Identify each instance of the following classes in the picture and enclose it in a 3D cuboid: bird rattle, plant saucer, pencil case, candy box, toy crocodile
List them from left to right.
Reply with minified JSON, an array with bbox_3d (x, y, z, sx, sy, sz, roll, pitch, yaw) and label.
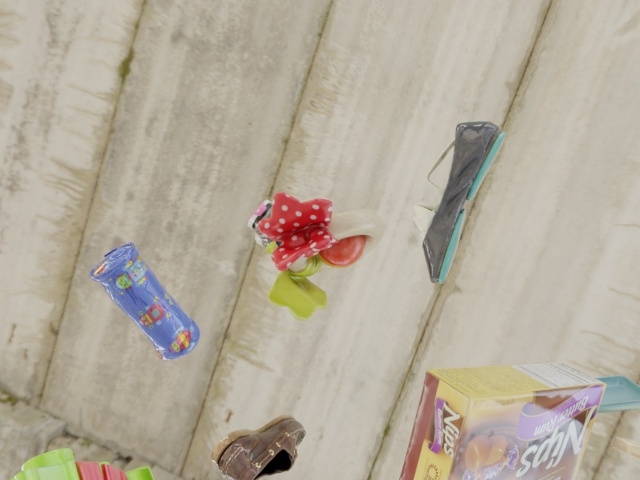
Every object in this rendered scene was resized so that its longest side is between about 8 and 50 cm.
[{"bbox_3d":[-0.336,0.370,0.798,0.105,0.341,0.115,-24,-117,-9],"label":"toy crocodile"},{"bbox_3d":[-0.404,0.147,1.280,0.119,0.133,0.306,-36,-59,-12],"label":"pencil case"},{"bbox_3d":[0.000,0.000,0.842,0.206,0.254,0.143,-17,-119,-20],"label":"bird rattle"},{"bbox_3d":[0.159,0.166,0.469,0.186,0.053,0.109,7,-80,-33],"label":"candy box"},{"bbox_3d":[0.292,0.193,0.662,0.191,0.067,0.018,-6,-79,-1],"label":"plant saucer"}]

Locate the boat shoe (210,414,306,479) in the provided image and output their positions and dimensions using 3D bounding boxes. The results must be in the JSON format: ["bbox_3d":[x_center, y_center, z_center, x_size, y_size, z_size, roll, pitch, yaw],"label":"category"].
[{"bbox_3d":[-0.071,0.305,0.783,0.073,0.207,0.073,28,-83,26],"label":"boat shoe"}]

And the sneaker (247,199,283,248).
[{"bbox_3d":[-0.087,-0.017,1.024,0.074,0.170,0.063,37,-108,14],"label":"sneaker"}]

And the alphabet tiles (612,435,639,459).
[{"bbox_3d":[0.375,0.222,0.412,0.277,0.284,0.021,19,-96,37],"label":"alphabet tiles"}]

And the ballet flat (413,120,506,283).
[{"bbox_3d":[0.155,-0.050,0.665,0.074,0.074,0.203,22,-77,10],"label":"ballet flat"}]
